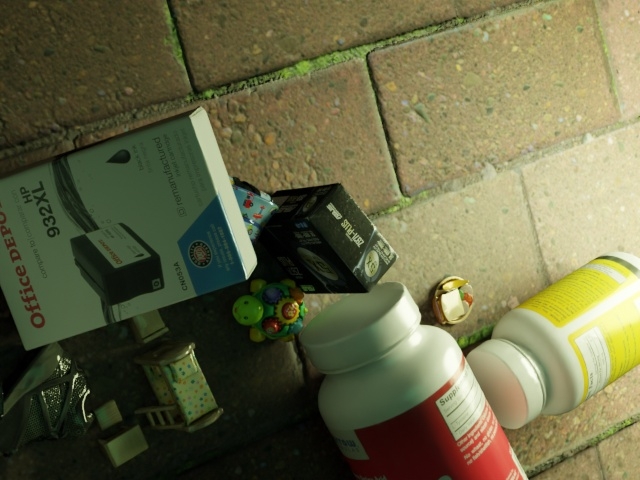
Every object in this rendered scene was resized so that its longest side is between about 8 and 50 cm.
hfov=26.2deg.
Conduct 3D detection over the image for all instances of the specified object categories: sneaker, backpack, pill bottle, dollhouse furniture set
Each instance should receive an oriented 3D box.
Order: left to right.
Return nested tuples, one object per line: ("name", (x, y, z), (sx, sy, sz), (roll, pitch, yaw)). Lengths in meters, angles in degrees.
("sneaker", (-0.382, 0.251, 1.804), (0.130, 0.087, 0.227), (45, 62, -16))
("dollhouse furniture set", (-0.248, 0.192, 1.878), (0.161, 0.101, 0.182), (-30, 104, -28))
("backpack", (-0.148, -0.032, 1.903), (0.158, 0.173, 0.117), (24, 76, -29))
("pill bottle", (0.139, 0.276, 2.038), (0.229, 0.229, 0.408), (-36, 106, -27))
("pill bottle", (0.400, 0.165, 2.223), (0.334, 0.188, 0.188), (-27, 103, -29))

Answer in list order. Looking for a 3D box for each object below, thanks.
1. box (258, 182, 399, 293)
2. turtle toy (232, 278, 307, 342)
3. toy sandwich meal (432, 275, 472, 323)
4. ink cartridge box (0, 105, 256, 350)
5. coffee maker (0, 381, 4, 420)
("box", (0.000, 0.000, 1.988), (0.077, 0.180, 0.147), (-49, 113, -24))
("turtle toy", (-0.073, 0.103, 2.008), (0.130, 0.066, 0.095), (2, 88, -31))
("toy sandwich meal", (0.216, 0.097, 2.205), (0.085, 0.029, 0.085), (1, 88, -31))
("ink cartridge box", (-0.265, -0.016, 1.767), (0.307, 0.129, 0.223), (-18, 99, 6))
("coffee maker", (-0.463, 0.190, 1.703), (0.120, 0.178, 0.171), (27, 78, -29))
